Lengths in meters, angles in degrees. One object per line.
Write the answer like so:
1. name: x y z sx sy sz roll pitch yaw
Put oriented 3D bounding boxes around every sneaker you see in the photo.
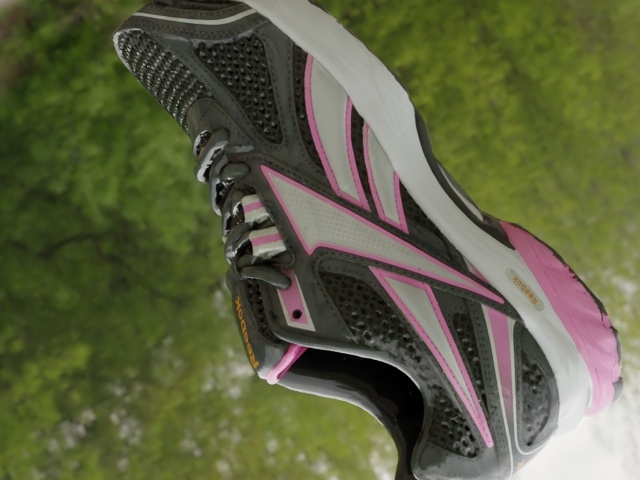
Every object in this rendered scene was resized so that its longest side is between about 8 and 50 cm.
1. sneaker: 0.000 0.000 0.445 0.077 0.178 0.072 -41 167 -23
